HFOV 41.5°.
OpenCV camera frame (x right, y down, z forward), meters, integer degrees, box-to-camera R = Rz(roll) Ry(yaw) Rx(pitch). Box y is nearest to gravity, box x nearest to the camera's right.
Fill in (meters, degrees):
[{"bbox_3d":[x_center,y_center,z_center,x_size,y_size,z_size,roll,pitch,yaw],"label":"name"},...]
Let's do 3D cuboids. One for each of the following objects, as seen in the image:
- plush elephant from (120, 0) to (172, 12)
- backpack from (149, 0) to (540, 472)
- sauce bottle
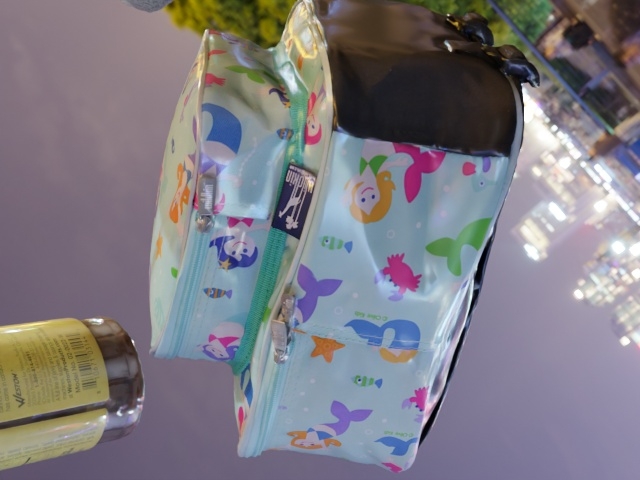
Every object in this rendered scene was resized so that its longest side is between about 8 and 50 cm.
[{"bbox_3d":[-0.168,-0.318,0.429,0.255,0.272,0.330,30,-175,15],"label":"plush elephant"},{"bbox_3d":[0.000,0.000,0.488,0.191,0.253,0.225,2,-155,-7],"label":"backpack"},{"bbox_3d":[-0.299,0.122,0.595,0.344,0.111,0.111,-2,-131,-41],"label":"sauce bottle"}]
